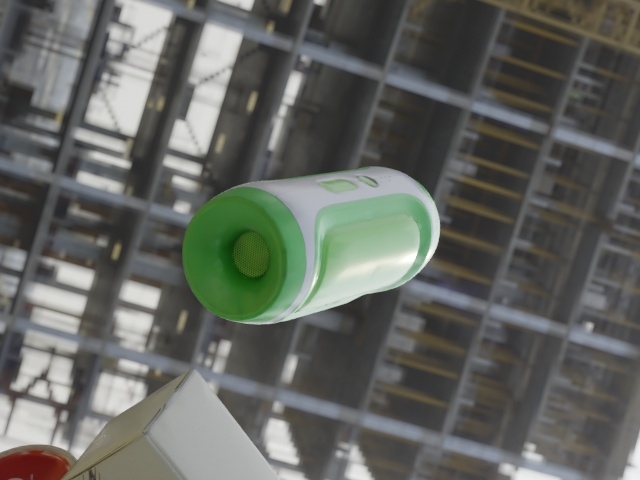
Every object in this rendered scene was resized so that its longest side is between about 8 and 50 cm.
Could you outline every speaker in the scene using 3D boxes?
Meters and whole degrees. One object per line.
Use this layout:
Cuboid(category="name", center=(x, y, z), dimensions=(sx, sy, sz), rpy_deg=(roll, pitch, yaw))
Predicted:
Cuboid(category="speaker", center=(0.000, 0.000, 1.372), dimensions=(0.296, 0.131, 0.131), rpy_deg=(-12, 126, -59))

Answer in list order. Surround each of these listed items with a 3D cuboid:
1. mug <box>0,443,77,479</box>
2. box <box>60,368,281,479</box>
Cuboid(category="mug", center=(-0.215, 0.238, 1.103), dimensions=(0.150, 0.113, 0.169), rpy_deg=(29, -41, 44))
Cuboid(category="box", center=(-0.058, 0.238, 1.056), dimensions=(0.094, 0.275, 0.113), rpy_deg=(-34, -173, 23))
